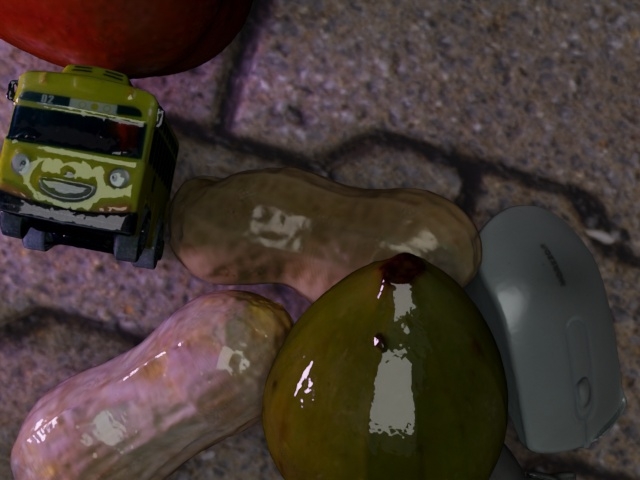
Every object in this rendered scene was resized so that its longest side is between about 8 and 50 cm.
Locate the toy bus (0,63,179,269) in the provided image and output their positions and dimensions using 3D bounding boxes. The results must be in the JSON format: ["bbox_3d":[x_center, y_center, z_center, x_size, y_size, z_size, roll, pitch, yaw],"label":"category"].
[{"bbox_3d":[-0.196,-0.061,1.361,0.128,0.262,0.150,11,85,0],"label":"toy bus"}]

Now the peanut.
[{"bbox_3d":[0.000,0.000,1.410,0.290,0.130,0.130,13,87,18],"label":"peanut"}]

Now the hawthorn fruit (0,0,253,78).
[{"bbox_3d":[-0.188,-0.274,1.370,0.311,0.295,0.295,-17,88,1],"label":"hawthorn fruit"}]

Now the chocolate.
[{"bbox_3d":[-0.153,0.149,1.397,0.309,0.134,0.134,-34,88,18],"label":"chocolate"}]

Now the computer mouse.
[{"bbox_3d":[0.208,0.079,1.431,0.128,0.079,0.230,-23,91,-29],"label":"computer mouse"}]

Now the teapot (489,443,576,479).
[{"bbox_3d":[0.092,0.247,1.419,0.294,0.129,0.193,-11,86,1],"label":"teapot"}]

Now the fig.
[{"bbox_3d":[0.052,0.117,1.274,0.203,0.203,0.225,-1,126,0],"label":"fig"}]
